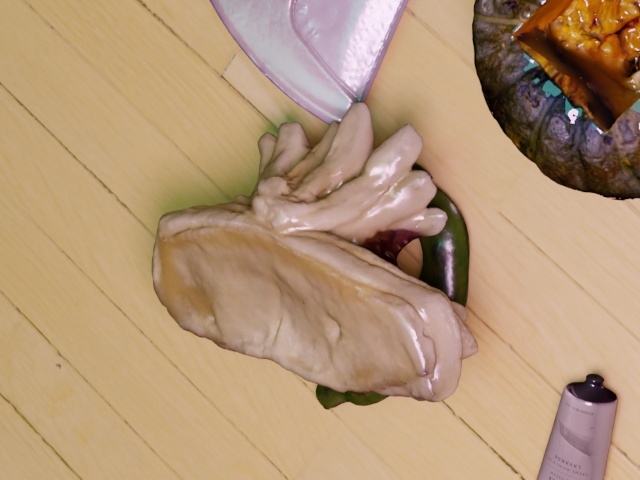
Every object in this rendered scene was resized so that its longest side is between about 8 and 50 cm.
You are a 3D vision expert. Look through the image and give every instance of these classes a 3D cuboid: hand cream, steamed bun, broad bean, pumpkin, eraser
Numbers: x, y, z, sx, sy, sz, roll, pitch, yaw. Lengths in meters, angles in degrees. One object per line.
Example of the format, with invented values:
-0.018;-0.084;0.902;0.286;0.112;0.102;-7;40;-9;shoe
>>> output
0.259;0.222;1.913;0.087;0.054;0.186;21;112;30;hand cream
0.000;0.000;1.943;0.428;0.189;0.247;10;126;46;steamed bun
0.087;0.063;1.993;0.144;0.049;0.292;23;104;32;broad bean
0.295;-0.188;1.765;0.320;0.192;0.321;4;99;27;pumpkin
-0.026;-0.261;2.010;0.243;0.059;0.204;31;110;19;eraser
